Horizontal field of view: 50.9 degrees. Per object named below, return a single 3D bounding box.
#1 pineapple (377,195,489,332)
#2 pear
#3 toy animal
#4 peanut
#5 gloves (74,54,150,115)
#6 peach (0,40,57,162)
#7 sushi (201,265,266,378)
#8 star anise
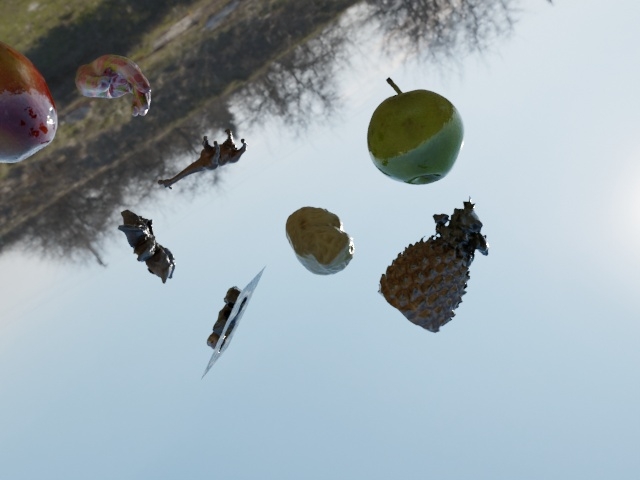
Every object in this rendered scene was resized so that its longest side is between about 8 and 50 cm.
[{"bbox_3d":[0.320,0.051,1.733,0.357,0.223,0.223,-53,-161,0],"label":"pineapple"},{"bbox_3d":[0.170,-0.210,1.236,0.180,0.166,0.216,-19,-113,25],"label":"pear"},{"bbox_3d":[-0.316,-0.211,1.802,0.224,0.066,0.229,-16,166,-25],"label":"toy animal"},{"bbox_3d":[0.000,0.000,1.700,0.153,0.140,0.325,-35,-157,-6],"label":"peanut"},{"bbox_3d":[-0.455,-0.360,1.519,0.241,0.145,0.126,7,-109,37],"label":"gloves"},{"bbox_3d":[-0.558,-0.231,1.139,0.243,0.243,0.199,0,-114,60],"label":"peach"},{"bbox_3d":[-0.188,0.152,1.345,0.210,0.040,0.193,-64,177,16],"label":"sushi"},{"bbox_3d":[-0.413,0.011,1.606,0.063,0.208,0.172,-31,173,3],"label":"star anise"}]
